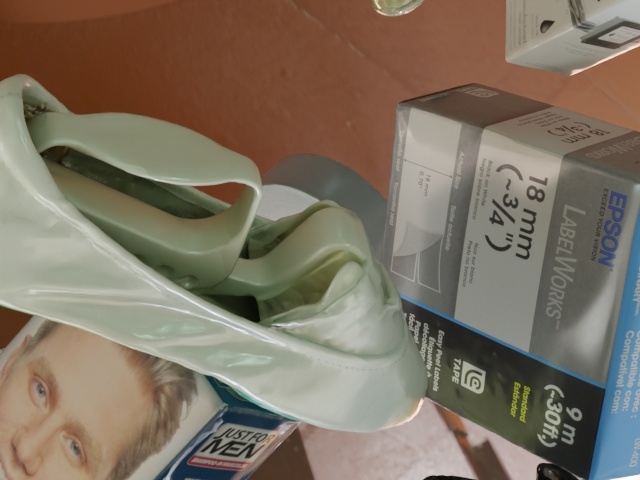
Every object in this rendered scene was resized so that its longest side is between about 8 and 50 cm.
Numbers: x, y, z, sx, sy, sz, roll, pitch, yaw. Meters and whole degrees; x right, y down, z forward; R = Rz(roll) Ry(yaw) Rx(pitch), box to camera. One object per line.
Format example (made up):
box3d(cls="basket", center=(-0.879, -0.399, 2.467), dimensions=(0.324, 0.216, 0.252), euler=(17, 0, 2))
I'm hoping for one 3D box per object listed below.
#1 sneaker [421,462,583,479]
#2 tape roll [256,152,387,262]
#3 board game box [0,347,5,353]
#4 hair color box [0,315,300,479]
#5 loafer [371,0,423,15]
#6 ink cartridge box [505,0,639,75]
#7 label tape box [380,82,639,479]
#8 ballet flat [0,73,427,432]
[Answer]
box3d(cls="sneaker", center=(0.076, 0.227, 0.834), dimensions=(0.286, 0.109, 0.130), euler=(-25, 116, 19))
box3d(cls="tape roll", center=(0.000, 0.000, 1.502), dimensions=(0.072, 0.219, 0.219), euler=(-48, 135, -36))
box3d(cls="board game box", center=(-0.338, 0.282, 1.460), dimensions=(0.318, 0.318, 0.066), euler=(-16, 166, -8))
box3d(cls="hair color box", center=(-0.196, 0.183, 0.863), dimensions=(0.347, 0.174, 0.105), euler=(-47, 148, 11))
box3d(cls="loafer", center=(0.102, -0.402, 1.438), dimensions=(0.092, 0.102, 0.268), euler=(28, 70, -49))
box3d(cls="ink cartridge box", center=(0.194, -0.183, 0.762), dimensions=(0.060, 0.180, 0.104), euler=(8, 77, -25))
box3d(cls="label tape box", center=(0.200, 0.040, 0.890), dimensions=(0.106, 0.334, 0.240), euler=(-17, 121, -43))
box3d(cls="ballet flat", center=(-0.051, 0.016, 0.717), dimensions=(0.400, 0.139, 0.139), euler=(24, 113, -34))
